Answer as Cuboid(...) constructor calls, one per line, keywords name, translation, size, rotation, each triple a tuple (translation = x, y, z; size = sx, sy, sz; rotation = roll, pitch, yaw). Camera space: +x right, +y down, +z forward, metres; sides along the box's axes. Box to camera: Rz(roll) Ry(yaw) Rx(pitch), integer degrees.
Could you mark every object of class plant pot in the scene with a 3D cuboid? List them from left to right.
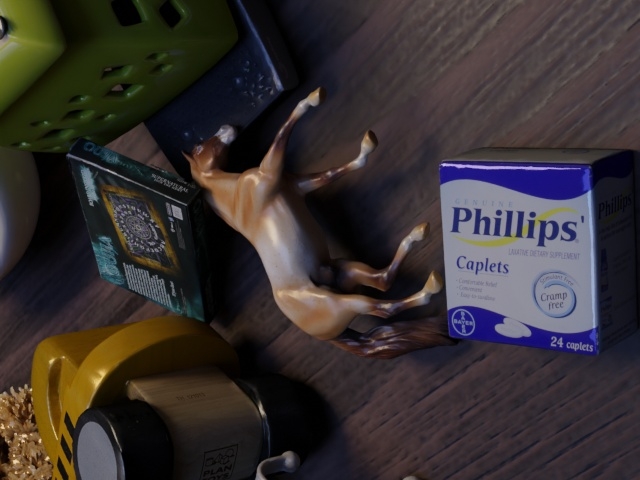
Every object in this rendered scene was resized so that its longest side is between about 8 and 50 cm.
Cuboid(name="plant pot", translation=(-0.241, -0.202, 0.980), size=(0.228, 0.207, 0.227), rotation=(-29, 83, 40))

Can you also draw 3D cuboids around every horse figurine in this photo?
Cuboid(name="horse figurine", translation=(0.000, 0.000, 0.969), size=(0.174, 0.066, 0.263), rotation=(-33, 90, 34))

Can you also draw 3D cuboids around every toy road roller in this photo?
Cuboid(name="toy road roller", translation=(-0.169, 0.221, 1.129), size=(0.240, 0.202, 0.330), rotation=(39, 125, 42))

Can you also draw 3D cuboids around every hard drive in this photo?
Cuboid(name="hard drive", translation=(-0.126, -0.198, 1.058), size=(0.172, 0.054, 0.255), rotation=(-39, 77, 40))

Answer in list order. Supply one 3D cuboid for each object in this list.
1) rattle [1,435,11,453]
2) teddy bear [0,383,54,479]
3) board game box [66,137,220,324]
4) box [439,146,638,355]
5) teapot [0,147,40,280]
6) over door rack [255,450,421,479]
Cuboid(name="rattle", translation=(-0.377, 0.269, 1.419), size=(0.130, 0.143, 0.200), rotation=(13, 97, 3))
Cuboid(name="teddy bear", translation=(-0.307, 0.324, 1.290), size=(0.245, 0.113, 0.338), rotation=(-6, 93, 5))
Cuboid(name="board game box", translation=(-0.158, -0.004, 1.084), size=(0.126, 0.026, 0.186), rotation=(23, 147, 17))
Cuboid(name="box", translation=(0.158, 0.004, 0.867), size=(0.126, 0.072, 0.137), rotation=(4, 104, 39))
Cuboid(name="teapot", translation=(-0.395, -0.074, 1.243), size=(0.256, 0.187, 0.253), rotation=(-6, 120, 14))
Cuboid(name="over door rack", translation=(0.079, 0.338, 1.019), size=(0.324, 0.108, 0.240), rotation=(21, 116, 18))
